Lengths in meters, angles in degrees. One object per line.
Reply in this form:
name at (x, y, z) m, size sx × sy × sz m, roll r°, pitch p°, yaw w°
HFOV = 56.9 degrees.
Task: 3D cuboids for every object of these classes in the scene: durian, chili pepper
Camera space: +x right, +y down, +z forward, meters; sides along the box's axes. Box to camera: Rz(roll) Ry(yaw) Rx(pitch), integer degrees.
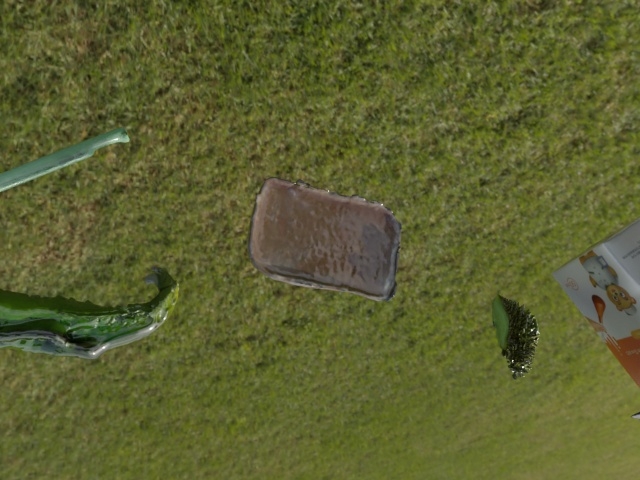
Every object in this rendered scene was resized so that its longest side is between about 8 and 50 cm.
durian at (0.461, 0.223, 1.367) m, size 0.096 × 0.220 × 0.137 m, roll -24°, pitch 117°, yaw 30°
chili pepper at (-0.286, 0.044, 0.464) m, size 0.359 × 0.085 × 0.076 m, roll 13°, pitch 117°, yaw -38°

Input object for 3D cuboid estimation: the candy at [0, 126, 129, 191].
candy at (-0.412, -0.052, 0.680) m, size 0.440 × 0.119 × 0.119 m, roll -37°, pitch 156°, yaw -38°

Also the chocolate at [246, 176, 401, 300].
chocolate at (0.001, 0.000, 0.935) m, size 0.262 × 0.160 × 0.083 m, roll 16°, pitch 171°, yaw -21°

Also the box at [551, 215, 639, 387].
box at (0.635, 0.138, 1.110) m, size 0.144 × 0.341 × 0.225 m, roll -32°, pitch 167°, yaw -12°

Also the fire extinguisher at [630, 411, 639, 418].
fire extinguisher at (0.515, 0.295, 0.668) m, size 0.102 × 0.344 × 0.138 m, roll 30°, pitch 102°, yaw -35°
